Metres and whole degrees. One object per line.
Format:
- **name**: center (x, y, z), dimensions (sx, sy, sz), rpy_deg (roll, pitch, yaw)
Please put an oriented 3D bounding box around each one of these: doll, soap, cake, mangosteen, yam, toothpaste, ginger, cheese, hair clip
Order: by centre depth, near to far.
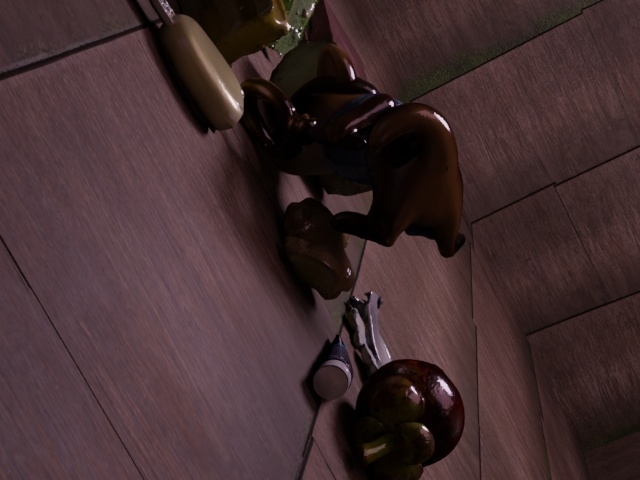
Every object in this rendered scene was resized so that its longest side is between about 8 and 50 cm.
- **cheese**: center (-0.180, -0.261, 1.378), dimensions (0.251, 0.054, 0.127), rpy_deg (58, 12, -26)
- **mangosteen**: center (0.116, 0.240, 1.416), dimensions (0.181, 0.146, 0.156), rpy_deg (-48, 115, -75)
- **toothpaste**: center (0.024, 0.171, 1.424), dimensions (0.193, 0.045, 0.071), rpy_deg (-40, 113, -82)
- **doll**: center (0.058, -0.120, 1.552), dimensions (0.340, 0.209, 0.318), rpy_deg (45, -3, 44)
- **ginger**: center (-0.003, -0.003, 1.552), dimensions (0.137, 0.074, 0.213), rpy_deg (57, 21, -22)
- **soap**: center (-0.138, -0.375, 1.554), dimensions (0.076, 0.135, 0.233), rpy_deg (37, 30, -63)
- **hair clip**: center (0.085, 0.160, 1.656), dimensions (0.116, 0.049, 0.172), rpy_deg (35, 35, -56)
- **yam**: center (0.024, -0.194, 1.809), dimensions (0.268, 0.161, 0.161), rpy_deg (57, 16, -37)
- **cake**: center (-0.058, -0.446, 1.941), dimensions (0.100, 0.235, 0.099), rpy_deg (25, -3, -31)

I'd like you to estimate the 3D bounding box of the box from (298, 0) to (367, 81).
- **box**: center (0.024, -0.381, 2.287), dimensions (0.215, 0.086, 0.215), rpy_deg (55, 16, -39)
